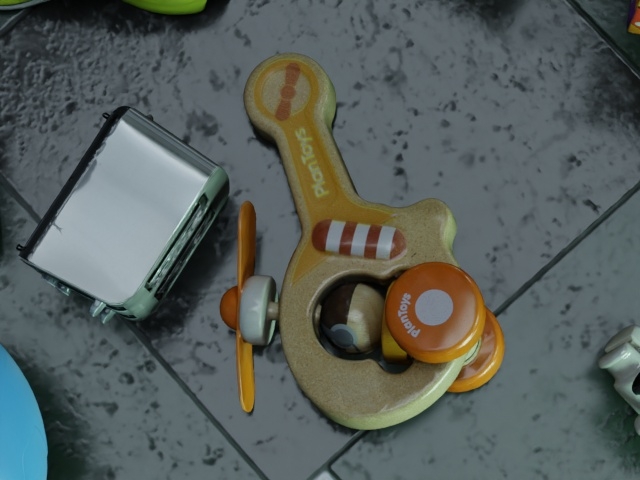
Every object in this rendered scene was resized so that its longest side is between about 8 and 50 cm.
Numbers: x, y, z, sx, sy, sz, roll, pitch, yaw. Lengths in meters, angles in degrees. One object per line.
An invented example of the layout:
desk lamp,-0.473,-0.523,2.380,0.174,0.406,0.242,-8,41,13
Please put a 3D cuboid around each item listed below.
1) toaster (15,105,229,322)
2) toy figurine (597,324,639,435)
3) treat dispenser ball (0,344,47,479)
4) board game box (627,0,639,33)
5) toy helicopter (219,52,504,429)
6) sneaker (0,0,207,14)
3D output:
toaster,-0.164,-0.023,1.644,0.110,0.168,0.185,32,84,4
toy figurine,0.356,0.102,1.587,0.209,0.213,0.148,-45,98,-3
treat dispenser ball,-0.367,0.184,1.549,0.288,0.288,0.288,0,80,2
board game box,0.477,-0.359,1.585,0.356,0.356,0.356,9,81,4
toy helicopter,0.000,0.000,1.673,0.235,0.140,0.355,-22,69,7
sneaker,-0.229,-0.271,1.709,0.300,0.121,0.111,0,80,2
